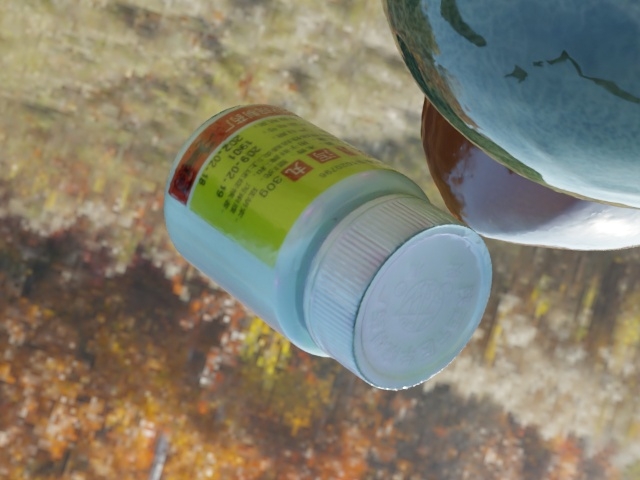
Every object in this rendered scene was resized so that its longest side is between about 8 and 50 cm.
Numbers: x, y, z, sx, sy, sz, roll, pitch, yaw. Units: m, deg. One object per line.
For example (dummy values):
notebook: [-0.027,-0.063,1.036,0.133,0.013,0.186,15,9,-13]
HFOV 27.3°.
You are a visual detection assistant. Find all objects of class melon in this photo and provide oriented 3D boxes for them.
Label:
melon: [0.180,-0.133,0.616,0.329,0.248,0.248,14,174,37]

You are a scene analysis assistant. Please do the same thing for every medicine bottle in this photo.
medicine bottle: [0.000,0.000,0.922,0.139,0.139,0.225,22,-172,-45]

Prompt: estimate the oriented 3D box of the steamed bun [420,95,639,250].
steamed bun: [0.249,-0.169,1.072,0.235,0.379,0.248,3,-166,-36]
